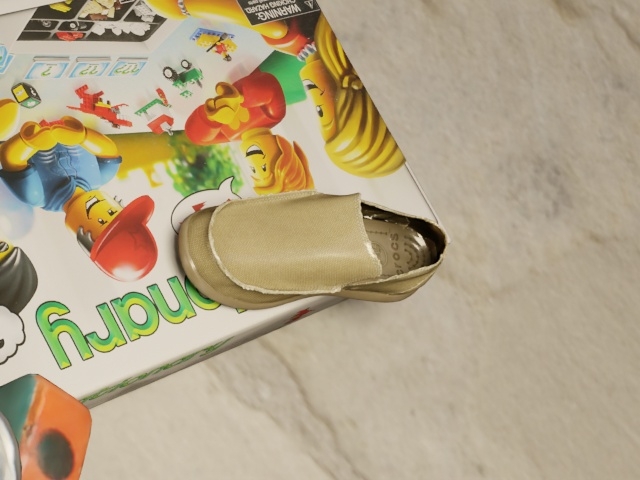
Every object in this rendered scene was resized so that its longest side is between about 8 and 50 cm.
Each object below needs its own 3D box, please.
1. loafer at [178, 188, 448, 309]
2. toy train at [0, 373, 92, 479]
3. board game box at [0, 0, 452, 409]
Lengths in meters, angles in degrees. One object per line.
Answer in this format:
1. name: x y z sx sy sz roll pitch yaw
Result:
1. loafer: 0.000 0.000 0.811 0.148 0.050 0.056 -1 67 -39
2. toy train: -0.174 0.124 0.497 0.190 0.334 0.142 37 43 -33
3. board game box: -0.091 -0.032 0.833 0.305 0.053 0.193 -22 79 -43
